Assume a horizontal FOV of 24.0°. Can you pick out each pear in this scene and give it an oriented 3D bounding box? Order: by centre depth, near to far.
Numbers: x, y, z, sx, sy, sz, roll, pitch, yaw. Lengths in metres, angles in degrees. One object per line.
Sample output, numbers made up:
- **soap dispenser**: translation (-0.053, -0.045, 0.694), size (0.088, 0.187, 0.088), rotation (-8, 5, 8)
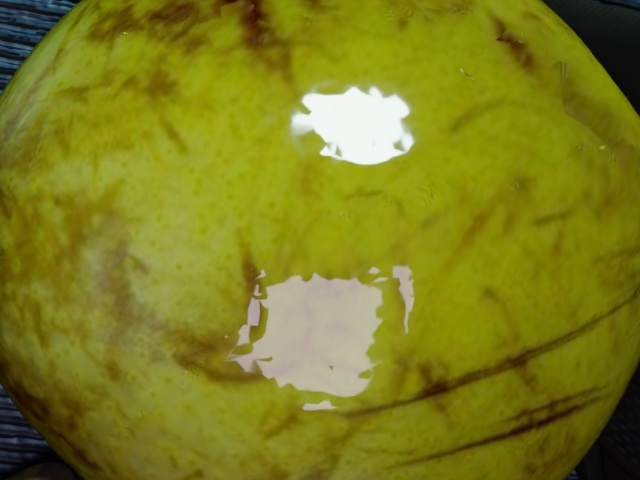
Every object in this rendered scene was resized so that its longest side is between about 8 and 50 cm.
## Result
- **pear**: translation (0.000, 0.000, 0.615), size (0.283, 0.283, 0.284), rotation (-4, 115, -8)

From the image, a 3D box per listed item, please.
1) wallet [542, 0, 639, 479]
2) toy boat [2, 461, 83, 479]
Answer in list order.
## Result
- **wallet**: translation (0.177, 0.046, 0.687), size (0.041, 0.247, 0.323), rotation (-29, 122, -29)
- **toy boat**: translation (-0.133, 0.199, 0.775), size (0.115, 0.089, 0.310), rotation (-32, 115, 3)
